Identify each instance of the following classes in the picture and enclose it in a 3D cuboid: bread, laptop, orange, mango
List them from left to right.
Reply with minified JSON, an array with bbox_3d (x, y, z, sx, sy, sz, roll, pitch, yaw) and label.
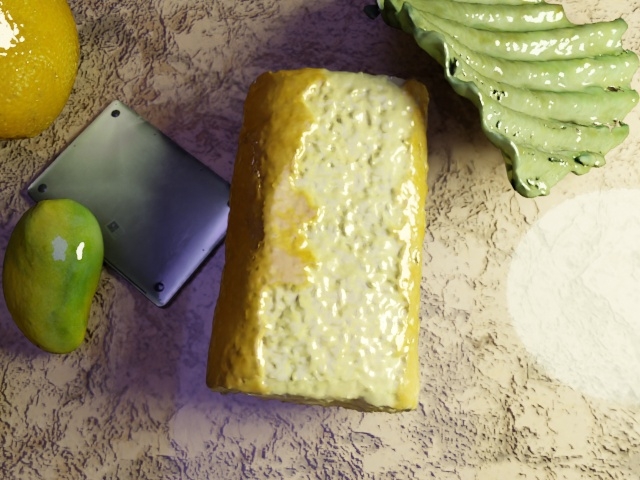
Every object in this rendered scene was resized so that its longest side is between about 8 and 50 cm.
[{"bbox_3d":[-0.446,-0.253,0.627,0.273,0.274,0.275,-1,75,2],"label":"orange"},{"bbox_3d":[-0.339,0.040,0.631,0.121,0.085,0.191,10,83,8],"label":"mango"},{"bbox_3d":[-0.251,-0.059,0.693,0.269,0.015,0.188,37,80,11],"label":"laptop"},{"bbox_3d":[0.000,0.000,0.589,0.236,0.165,0.376,3,76,2],"label":"bread"}]

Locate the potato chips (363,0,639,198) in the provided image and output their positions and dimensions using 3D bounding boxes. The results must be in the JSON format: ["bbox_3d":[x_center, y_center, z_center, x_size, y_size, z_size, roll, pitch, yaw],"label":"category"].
[{"bbox_3d":[0.235,-0.241,0.628,0.389,0.097,0.373,-32,77,-36],"label":"potato chips"}]
